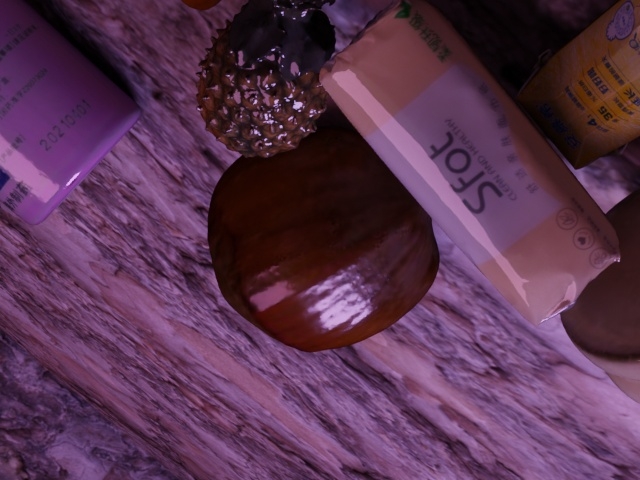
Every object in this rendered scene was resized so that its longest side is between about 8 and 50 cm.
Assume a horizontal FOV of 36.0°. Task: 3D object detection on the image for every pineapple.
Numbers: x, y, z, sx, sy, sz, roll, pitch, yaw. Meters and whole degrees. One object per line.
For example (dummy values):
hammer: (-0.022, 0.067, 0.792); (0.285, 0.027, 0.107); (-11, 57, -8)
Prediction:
pineapple: (-0.033, -0.161, 0.748); (0.125, 0.125, 0.251); (35, 156, 4)

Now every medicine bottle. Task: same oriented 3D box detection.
medicine bottle: (-0.351, -0.171, 1.033); (0.290, 0.178, 0.178); (42, 152, -12)

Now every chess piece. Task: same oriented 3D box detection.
chess piece: (0.317, 0.100, 0.717); (0.167, 0.167, 0.299); (-2, 140, 51)

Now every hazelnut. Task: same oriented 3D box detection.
hazelnut: (-0.002, 0.004, 0.896); (0.210, 0.186, 0.210); (44, 155, 27)

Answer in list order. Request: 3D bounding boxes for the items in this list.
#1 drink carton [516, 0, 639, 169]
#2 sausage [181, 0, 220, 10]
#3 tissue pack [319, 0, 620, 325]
drink carton: (0.184, -0.101, 0.630); (0.084, 0.074, 0.200); (48, 152, 0)
sausage: (-0.081, -0.235, 0.755); (0.062, 0.054, 0.183); (65, 160, 16)
tissue pack: (0.100, -0.062, 0.675); (0.222, 0.090, 0.186); (49, -168, -9)
